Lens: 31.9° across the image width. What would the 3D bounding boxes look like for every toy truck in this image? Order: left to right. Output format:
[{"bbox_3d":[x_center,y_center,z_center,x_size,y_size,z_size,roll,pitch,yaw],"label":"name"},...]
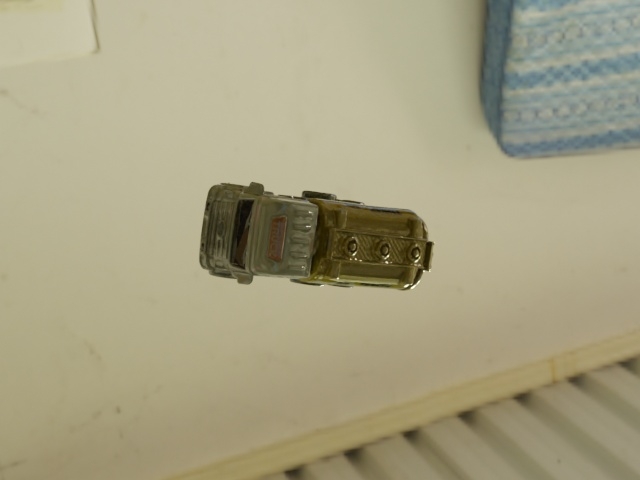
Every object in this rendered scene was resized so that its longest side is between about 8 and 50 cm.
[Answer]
[{"bbox_3d":[0.000,0.000,0.594,0.123,0.052,0.062,6,-178,-41],"label":"toy truck"}]
